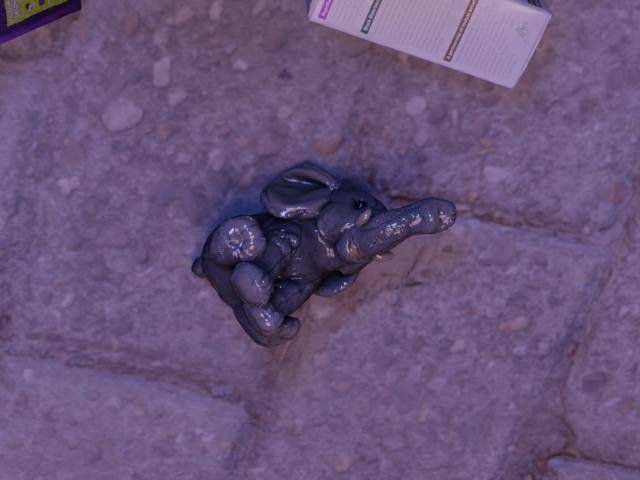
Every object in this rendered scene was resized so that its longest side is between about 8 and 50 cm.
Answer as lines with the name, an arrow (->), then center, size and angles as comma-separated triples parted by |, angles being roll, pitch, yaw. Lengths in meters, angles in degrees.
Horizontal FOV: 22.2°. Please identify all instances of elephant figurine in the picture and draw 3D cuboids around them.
elephant figurine -> 0.000, 0.000, 1.792 | 0.239, 0.186, 0.169 | -32, 158, -16

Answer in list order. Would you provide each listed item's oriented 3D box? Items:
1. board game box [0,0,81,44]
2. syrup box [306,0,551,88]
board game box -> -0.325, -0.331, 1.516 | 0.208, 0.056, 0.347 | -34, 144, -35
syrup box -> 0.106, -0.249, 1.683 | 0.237, 0.093, 0.096 | 18, 117, -15
